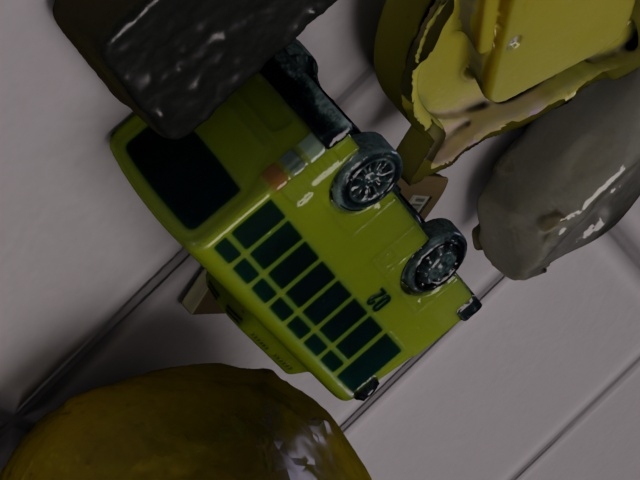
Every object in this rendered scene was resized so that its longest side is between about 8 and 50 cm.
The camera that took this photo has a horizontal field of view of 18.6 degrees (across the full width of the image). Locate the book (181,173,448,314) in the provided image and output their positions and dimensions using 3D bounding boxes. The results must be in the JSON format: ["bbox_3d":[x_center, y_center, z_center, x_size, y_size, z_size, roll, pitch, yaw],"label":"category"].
[{"bbox_3d":[0.000,0.000,1.420,0.199,0.016,0.138,4,128,-53],"label":"book"}]

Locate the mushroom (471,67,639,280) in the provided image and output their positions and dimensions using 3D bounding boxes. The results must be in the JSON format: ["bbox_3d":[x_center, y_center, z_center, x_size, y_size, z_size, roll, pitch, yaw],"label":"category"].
[{"bbox_3d":[0.243,-0.112,1.496,0.351,0.097,0.109,-51,153,9],"label":"mushroom"}]

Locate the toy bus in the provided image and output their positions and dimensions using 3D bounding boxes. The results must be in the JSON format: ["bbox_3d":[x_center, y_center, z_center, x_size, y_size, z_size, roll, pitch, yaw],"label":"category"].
[{"bbox_3d":[-0.011,-0.009,1.254,0.150,0.128,0.262,-40,144,0],"label":"toy bus"}]

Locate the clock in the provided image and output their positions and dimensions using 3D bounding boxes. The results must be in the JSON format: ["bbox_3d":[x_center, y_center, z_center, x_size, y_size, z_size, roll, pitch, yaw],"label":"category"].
[{"bbox_3d":[0.149,-0.182,1.294,0.277,0.071,0.293,-25,152,-28],"label":"clock"}]

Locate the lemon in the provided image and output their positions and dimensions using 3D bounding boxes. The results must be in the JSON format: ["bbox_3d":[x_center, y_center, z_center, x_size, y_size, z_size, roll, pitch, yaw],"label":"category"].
[{"bbox_3d":[-0.089,0.215,1.351,0.322,0.268,0.268,-14,141,-36],"label":"lemon"}]

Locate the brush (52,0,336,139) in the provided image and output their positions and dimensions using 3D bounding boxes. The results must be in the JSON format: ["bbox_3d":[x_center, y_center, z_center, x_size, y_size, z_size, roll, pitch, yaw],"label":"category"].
[{"bbox_3d":[-0.047,-0.152,1.103,0.197,0.059,0.123,-41,150,-2],"label":"brush"}]
